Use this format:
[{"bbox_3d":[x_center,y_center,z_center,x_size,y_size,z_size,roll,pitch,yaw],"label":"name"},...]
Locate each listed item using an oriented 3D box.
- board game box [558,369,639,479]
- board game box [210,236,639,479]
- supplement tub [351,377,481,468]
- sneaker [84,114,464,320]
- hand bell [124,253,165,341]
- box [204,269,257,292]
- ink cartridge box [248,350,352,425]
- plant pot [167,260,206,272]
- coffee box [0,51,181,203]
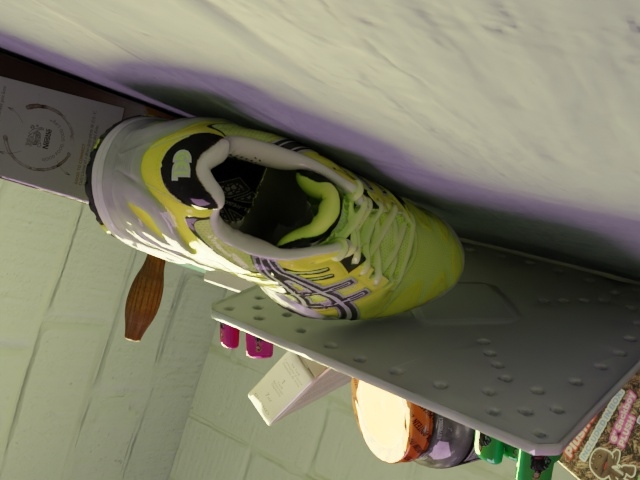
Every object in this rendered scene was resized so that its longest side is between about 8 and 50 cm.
[{"bbox_3d":[0.401,0.233,0.807,0.232,0.141,0.291,20,-171,-27],"label":"board game box"},{"bbox_3d":[0.149,0.088,0.799,0.390,0.050,0.390,17,-156,38],"label":"board game box"},{"bbox_3d":[0.214,0.195,0.993,0.316,0.194,0.193,-3,-172,-26],"label":"supplement tub"},{"bbox_3d":[0.000,0.000,0.629,0.384,0.145,0.147,13,177,-37],"label":"sneaker"},{"bbox_3d":[-0.190,0.001,0.868,0.126,0.242,0.126,18,179,0],"label":"hand bell"},{"bbox_3d":[-0.022,0.021,1.199,0.215,0.168,0.345,17,178,9],"label":"box"},{"bbox_3d":[0.066,0.150,1.124,0.296,0.261,0.066,-16,-116,-50],"label":"ink cartridge box"},{"bbox_3d":[-0.216,-0.046,1.209,0.165,0.166,0.234,17,172,16],"label":"plant pot"},{"bbox_3d":[-0.211,-0.084,0.670,0.246,0.098,0.141,17,179,-28],"label":"coffee box"}]
